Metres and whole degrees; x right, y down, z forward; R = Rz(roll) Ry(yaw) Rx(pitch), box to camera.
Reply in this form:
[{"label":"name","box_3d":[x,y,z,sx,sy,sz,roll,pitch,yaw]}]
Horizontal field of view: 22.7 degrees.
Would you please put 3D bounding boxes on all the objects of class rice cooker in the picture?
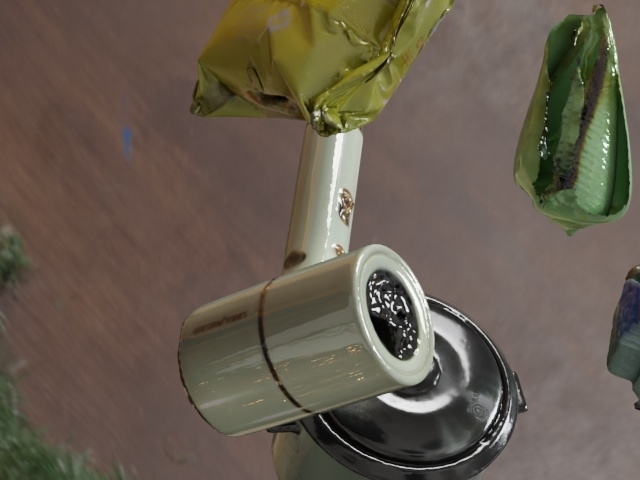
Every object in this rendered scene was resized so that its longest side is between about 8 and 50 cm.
[{"label":"rice cooker","box_3d":[0.072,0.182,1.648,0.280,0.227,0.241,-1,51,-14]}]

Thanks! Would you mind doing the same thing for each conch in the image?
[{"label":"conch","box_3d":[0.287,-0.128,1.823,0.143,0.137,0.251,-12,117,-17]}]

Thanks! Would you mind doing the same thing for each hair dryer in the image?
[{"label":"hair dryer","box_3d":[0.000,0.000,1.476,0.203,0.128,0.362,-20,43,31]}]

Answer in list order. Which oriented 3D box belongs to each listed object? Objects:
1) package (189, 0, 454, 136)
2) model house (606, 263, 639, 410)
[{"label":"package","box_3d":[0.002,-0.141,1.056,0.090,0.226,0.168,41,79,-29]},{"label":"model house","box_3d":[0.277,0.046,1.059,0.148,0.149,0.119,17,65,6]}]
